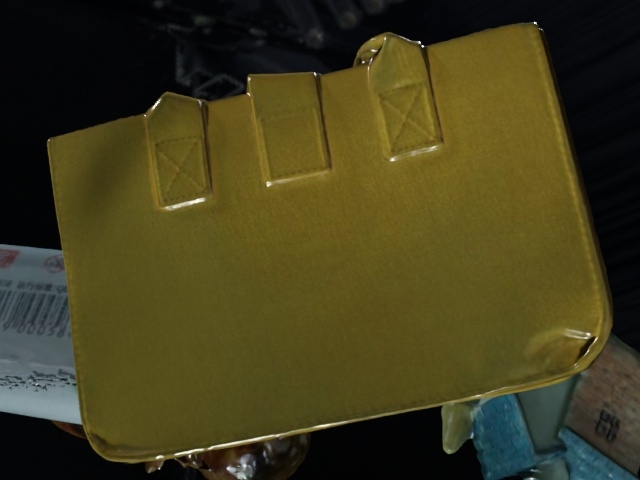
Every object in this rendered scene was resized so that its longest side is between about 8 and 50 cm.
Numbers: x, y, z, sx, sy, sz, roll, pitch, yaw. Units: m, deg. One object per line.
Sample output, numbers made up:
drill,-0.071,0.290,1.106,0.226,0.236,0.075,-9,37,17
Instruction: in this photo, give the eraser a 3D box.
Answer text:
eraser,-0.278,0.086,0.917,0.081,0.227,0.174,74,-154,-56

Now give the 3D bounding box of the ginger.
ginger,-0.190,0.209,1.202,0.176,0.418,0.254,-48,-47,-58

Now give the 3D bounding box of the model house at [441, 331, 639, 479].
model house,0.292,0.271,1.264,0.267,0.194,0.325,36,-128,-7

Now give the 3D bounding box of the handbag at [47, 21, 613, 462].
handbag,0.000,0.000,0.733,0.133,0.401,0.283,21,-122,-77
